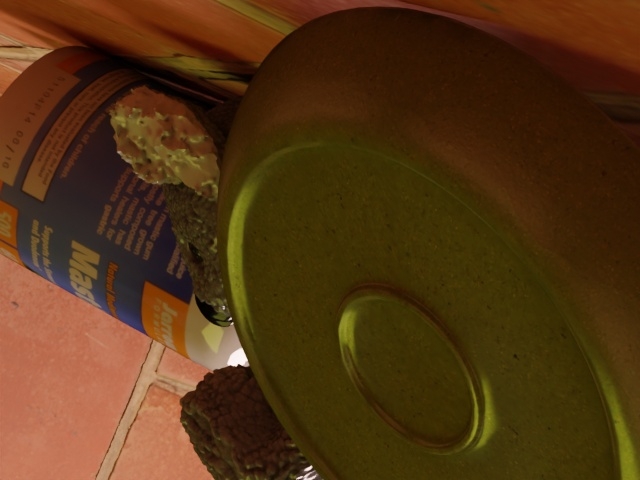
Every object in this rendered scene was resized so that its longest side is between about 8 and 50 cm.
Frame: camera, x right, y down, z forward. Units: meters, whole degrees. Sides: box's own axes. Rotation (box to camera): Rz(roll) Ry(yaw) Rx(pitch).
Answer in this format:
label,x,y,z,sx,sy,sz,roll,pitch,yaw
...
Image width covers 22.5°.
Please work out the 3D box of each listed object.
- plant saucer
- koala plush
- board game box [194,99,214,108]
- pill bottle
label,x,y,z,sx,sy,sz,roll,pitch,yaw
plant saucer,0.040,0.037,0.558,0.241,0.241,0.037,21,-138,41
koala plush,0.000,0.000,0.852,0.221,0.203,0.196,45,-158,29
board game box,-0.061,-0.062,1.194,0.243,0.042,0.165,22,177,22
pill bottle,-0.079,-0.006,1.036,0.272,0.152,0.152,28,180,18
